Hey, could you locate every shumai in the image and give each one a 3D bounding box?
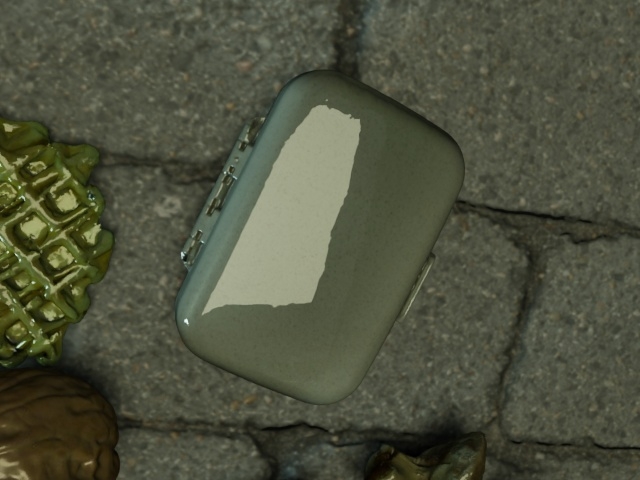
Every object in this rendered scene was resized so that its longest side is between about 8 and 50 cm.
[{"bbox_3d":[0.132,0.333,0.904,0.153,0.161,0.209,19,118,6],"label":"shumai"}]

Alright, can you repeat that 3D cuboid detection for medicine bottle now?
[{"bbox_3d":[0.000,0.000,0.817,0.282,0.123,0.375,26,91,-17],"label":"medicine bottle"}]

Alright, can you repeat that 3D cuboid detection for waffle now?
[{"bbox_3d":[-0.396,-0.006,0.751,0.317,0.073,0.297,13,96,-14],"label":"waffle"}]

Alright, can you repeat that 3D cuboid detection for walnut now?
[{"bbox_3d":[-0.323,0.238,0.742,0.214,0.213,0.213,-2,99,-13],"label":"walnut"}]
